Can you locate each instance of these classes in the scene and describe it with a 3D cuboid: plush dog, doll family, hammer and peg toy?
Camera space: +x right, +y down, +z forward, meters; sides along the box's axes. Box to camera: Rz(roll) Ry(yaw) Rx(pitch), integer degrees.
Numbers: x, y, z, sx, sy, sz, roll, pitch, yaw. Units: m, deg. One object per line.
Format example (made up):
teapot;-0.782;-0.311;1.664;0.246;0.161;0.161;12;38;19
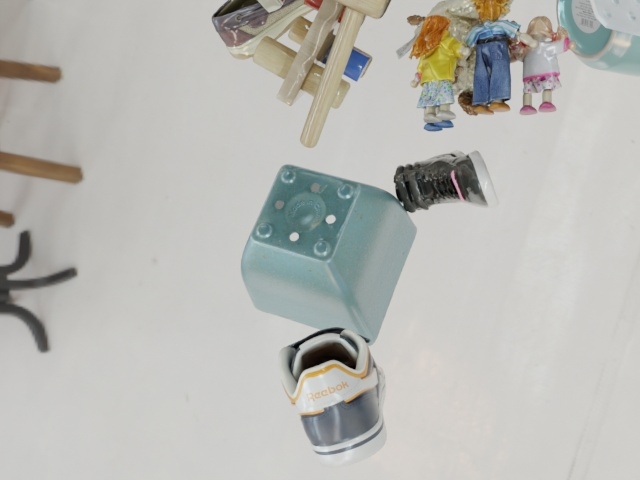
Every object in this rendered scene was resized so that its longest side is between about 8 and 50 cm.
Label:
plush dog;0.308;-0.396;1.720;0.262;0.225;0.210;-59;34;-3
doll family;0.217;-0.258;1.155;0.263;0.118;0.163;-4;83;39
hammer and peg toy;0.019;-0.284;0.990;0.127;0.361;0.266;29;117;-1

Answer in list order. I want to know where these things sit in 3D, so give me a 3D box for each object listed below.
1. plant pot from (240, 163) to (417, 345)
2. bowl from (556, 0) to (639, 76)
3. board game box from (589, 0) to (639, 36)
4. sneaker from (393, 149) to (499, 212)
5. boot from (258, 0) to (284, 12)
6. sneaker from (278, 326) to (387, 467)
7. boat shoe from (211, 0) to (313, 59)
plant pot;0.000;0.000;1.407;0.247;0.252;0.248;16;71;20
bowl;0.566;-0.445;1.545;0.311;0.163;0.311;163;90;-73
board game box;0.348;-0.336;0.728;0.050;0.390;0.390;-38;34;-6
sneaker;0.211;-0.091;1.427;0.147;0.296;0.104;-20;101;-1
boot;-0.060;-0.429;1.066;0.176;0.244;0.088;-37;53;-2
sneaker;0.017;0.169;1.054;0.126;0.321;0.127;-21;97;-2
boat shoe;-0.053;-0.412;1.302;0.285;0.092;0.103;-42;47;0
